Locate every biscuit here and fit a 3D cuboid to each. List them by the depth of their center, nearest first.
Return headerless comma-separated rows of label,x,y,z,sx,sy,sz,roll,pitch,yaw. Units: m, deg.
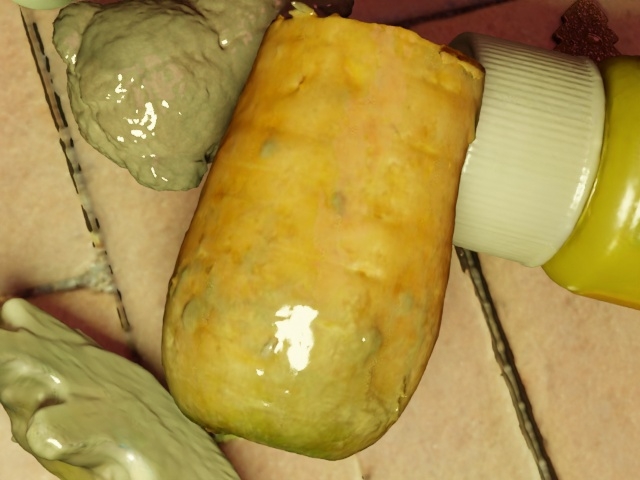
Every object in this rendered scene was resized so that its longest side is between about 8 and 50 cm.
biscuit,0.259,-0.196,1.743,0.082,0.016,0.092,0,74,-13

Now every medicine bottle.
medicine bottle,0.284,-0.051,1.597,0.384,0.224,0.224,13,71,-14

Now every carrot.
carrot,0.000,0.000,1.434,0.224,0.224,0.340,14,87,-13

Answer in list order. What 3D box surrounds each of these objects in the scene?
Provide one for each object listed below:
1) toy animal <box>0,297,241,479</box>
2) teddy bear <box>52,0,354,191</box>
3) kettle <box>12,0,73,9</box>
toy animal,-0.189,0.214,1.414,0.308,0.188,0.266,30,37,-19
teddy bear,-0.095,-0.150,1.544,0.267,0.151,0.236,-32,84,-24
kettle,-0.221,-0.268,1.540,0.127,0.148,0.098,23,68,-11
